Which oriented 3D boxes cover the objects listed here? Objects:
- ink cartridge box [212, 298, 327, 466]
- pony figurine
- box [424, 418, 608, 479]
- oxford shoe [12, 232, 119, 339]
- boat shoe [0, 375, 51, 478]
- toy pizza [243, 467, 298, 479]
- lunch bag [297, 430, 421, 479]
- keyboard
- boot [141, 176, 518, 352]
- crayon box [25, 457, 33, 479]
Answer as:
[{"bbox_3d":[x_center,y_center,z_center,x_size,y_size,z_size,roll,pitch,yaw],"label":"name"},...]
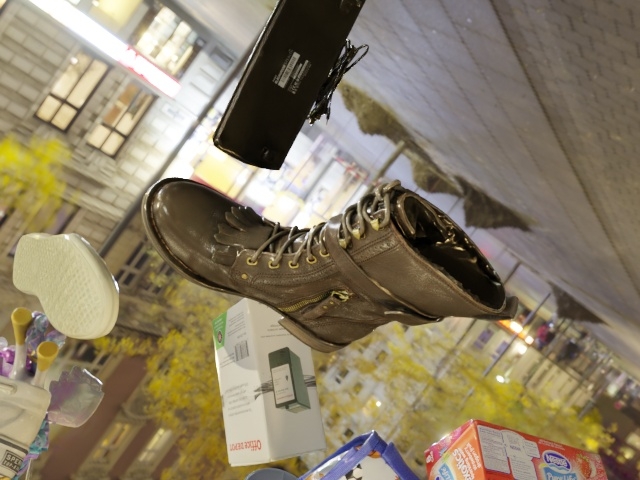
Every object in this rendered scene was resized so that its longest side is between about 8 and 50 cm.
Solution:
[{"bbox_3d":[-0.106,0.267,1.262,0.121,0.289,0.211,-1,163,-29],"label":"ink cartridge box"},{"bbox_3d":[-0.631,0.322,1.398,0.302,0.363,0.351,18,-144,-9],"label":"pony figurine"},{"bbox_3d":[0.291,0.365,0.958,0.257,0.122,0.128,20,-137,-22],"label":"box"},{"bbox_3d":[-0.449,0.069,1.229,0.130,0.169,0.449,12,-179,-38],"label":"oxford shoe"},{"bbox_3d":[-0.496,0.145,0.807,0.367,0.156,0.136,19,151,9],"label":"boat shoe"},{"bbox_3d":[-0.094,0.598,1.472,0.201,0.032,0.201,22,-149,-14],"label":"toy pizza"},{"bbox_3d":[0.086,0.535,1.157,0.328,0.385,0.239,48,-139,7],"label":"lunch bag"},{"bbox_3d":[-0.025,-0.157,0.634,0.100,0.192,0.038,27,-177,-27],"label":"keyboard"},{"bbox_3d":[0.000,0.000,0.538,0.263,0.091,0.229,33,150,-17],"label":"boot"},{"bbox_3d":[-0.384,0.493,0.926,0.083,0.323,0.203,6,-151,-14],"label":"crayon box"}]
